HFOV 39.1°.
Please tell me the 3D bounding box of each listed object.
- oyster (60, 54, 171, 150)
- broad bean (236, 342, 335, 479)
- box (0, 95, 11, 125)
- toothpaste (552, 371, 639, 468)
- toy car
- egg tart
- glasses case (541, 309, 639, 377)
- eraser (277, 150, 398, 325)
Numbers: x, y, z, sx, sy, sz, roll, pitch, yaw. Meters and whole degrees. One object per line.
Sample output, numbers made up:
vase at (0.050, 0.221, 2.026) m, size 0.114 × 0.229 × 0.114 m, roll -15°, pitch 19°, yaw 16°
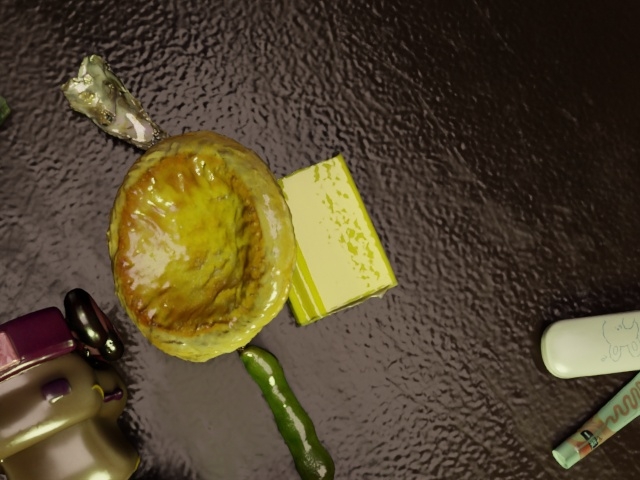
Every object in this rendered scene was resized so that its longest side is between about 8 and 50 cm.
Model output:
oyster at (-0.297, -0.186, 1.326) m, size 0.106 × 0.061 × 0.200 m, roll -32°, pitch 86°, yaw 8°
broad bean at (-0.046, 0.252, 1.303) m, size 0.052 × 0.053 × 0.256 m, roll -31°, pitch 88°, yaw 28°
box at (-0.494, -0.190, 1.288) m, size 0.084 × 0.060 × 0.063 m, roll 31°, pitch 76°, yaw -2°
toothpaste at (0.441, 0.272, 1.374) m, size 0.205 × 0.036 × 0.056 m, roll -35°, pitch 87°, yaw -13°
toy car at (-0.354, 0.227, 1.118) m, size 0.271 × 0.341 × 0.240 m, roll -26°, pitch 80°, yaw -8°
egg tart at (-0.155, 0.008, 1.254) m, size 0.319 × 0.128 × 0.319 m, roll 2°, pitch 94°, yaw 24°
glasses case at (0.451, 0.155, 1.374) m, size 0.233 × 0.059 × 0.092 m, roll -5°, pitch 86°, yaw -7°
eraser at (0.000, 0.000, 1.327) m, size 0.158 × 0.069 × 0.226 m, roll -23°, pitch 87°, yaw -11°
